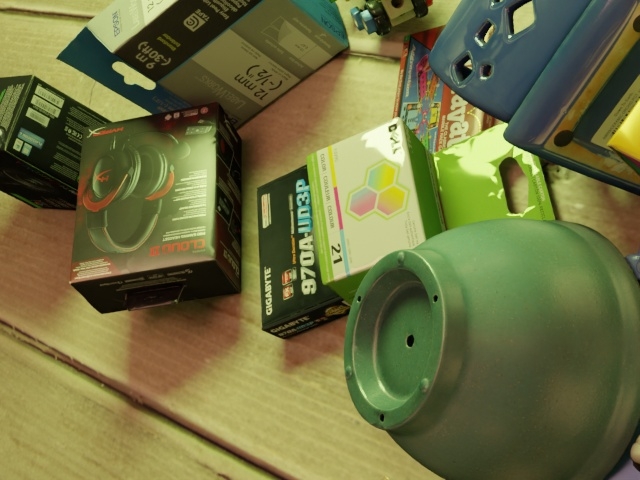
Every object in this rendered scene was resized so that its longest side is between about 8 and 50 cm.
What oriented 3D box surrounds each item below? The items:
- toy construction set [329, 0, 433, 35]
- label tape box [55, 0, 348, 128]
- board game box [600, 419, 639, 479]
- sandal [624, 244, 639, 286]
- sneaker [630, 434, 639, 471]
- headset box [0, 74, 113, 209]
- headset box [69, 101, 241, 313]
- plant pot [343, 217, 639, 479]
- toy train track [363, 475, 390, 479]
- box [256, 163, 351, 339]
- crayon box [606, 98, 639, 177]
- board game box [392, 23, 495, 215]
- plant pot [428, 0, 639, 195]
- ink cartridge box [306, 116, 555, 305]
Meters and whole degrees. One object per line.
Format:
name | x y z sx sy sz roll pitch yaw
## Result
toy construction set | 0.046 -0.380 1.489 0.151 0.215 0.327 -22 15 14
label tape box | -0.173 -0.278 1.631 0.348 0.249 0.115 -35 49 24
board game box | 0.343 0.220 1.054 0.169 0.033 0.133 -44 63 8
sandal | 0.373 -0.010 1.095 0.317 0.126 0.138 -53 40 5
sneaker | 0.418 0.169 0.969 0.292 0.110 0.118 -7 53 25
headset box | -0.471 -0.153 1.834 0.283 0.246 0.131 5 71 43
headset box | -0.229 -0.033 1.604 0.218 0.110 0.293 -9 60 13
plant pot | 0.147 0.107 1.110 0.293 0.196 0.293 -30 55 54
toy train track | 0.076 0.299 1.271 0.083 0.014 0.048 33 85 41
box | 0.000 0.000 1.470 0.175 0.051 0.220 -23 55 31
crayon box | 0.434 -0.112 0.915 0.313 0.363 0.106 -54 44 5
board game box | 0.154 -0.151 1.431 0.145 0.027 0.281 -8 63 38
plant pot | 0.286 -0.187 1.133 0.236 0.236 0.212 -57 32 26
ink cartridge box | 0.124 -0.051 1.309 0.255 0.097 0.188 -22 56 21
